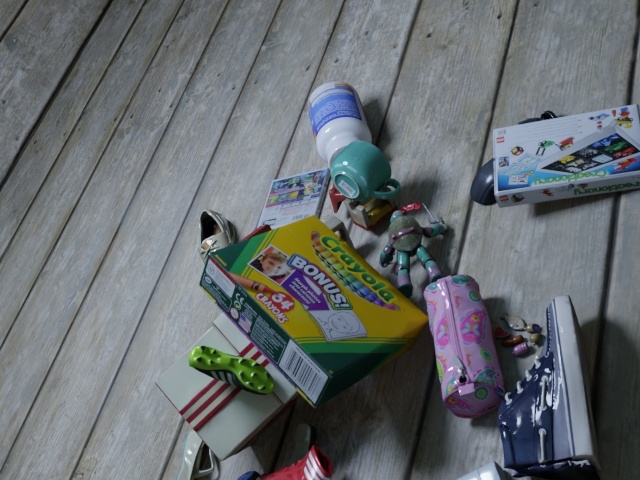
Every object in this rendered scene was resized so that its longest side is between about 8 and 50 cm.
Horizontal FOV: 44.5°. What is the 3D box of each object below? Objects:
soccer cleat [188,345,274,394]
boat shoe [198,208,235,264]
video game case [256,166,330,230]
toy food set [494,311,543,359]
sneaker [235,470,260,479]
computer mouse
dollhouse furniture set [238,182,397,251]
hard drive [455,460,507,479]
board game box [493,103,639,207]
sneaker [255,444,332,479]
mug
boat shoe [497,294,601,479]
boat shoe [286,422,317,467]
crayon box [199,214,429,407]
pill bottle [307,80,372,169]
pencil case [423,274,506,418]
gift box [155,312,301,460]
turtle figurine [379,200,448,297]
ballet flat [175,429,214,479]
[{"bbox_3d":[-0.175,0.257,1.540,0.072,0.179,0.060,125,168,-59],"label":"soccer cleat"},{"bbox_3d":[-0.288,0.033,2.160,0.113,0.103,0.302,-35,41,12],"label":"boat shoe"},{"bbox_3d":[-0.075,-0.108,2.164,0.201,0.023,0.183,-10,51,36],"label":"video game case"},{"bbox_3d":[0.385,0.186,1.524,0.122,0.019,0.078,22,72,48],"label":"toy food set"},{"bbox_3d":[-0.215,0.568,1.664,0.221,0.083,0.087,-44,34,-2],"label":"sneaker"},{"bbox_3d":[0.440,-0.202,1.777,0.262,0.060,0.184,-28,43,19],"label":"computer mouse"},{"bbox_3d":[0.000,0.000,1.945,0.374,0.152,0.201,-36,37,-17],"label":"dollhouse furniture set"},{"bbox_3d":[0.191,0.561,1.348,0.353,0.047,0.233,-33,41,15],"label":"hard drive"},{"bbox_3d":[0.521,-0.178,1.647,0.305,0.053,0.193,-7,52,21],"label":"board game box"},{"bbox_3d":[-0.042,0.474,1.568,0.128,0.087,0.221,-54,24,-21],"label":"sneaker"},{"bbox_3d":[0.098,-0.155,1.841,0.157,0.129,0.097,12,47,41],"label":"mug"},{"bbox_3d":[0.387,0.256,1.375,0.158,0.127,0.341,-12,50,23],"label":"boat shoe"},{"bbox_3d":[-0.036,0.451,1.640,0.049,0.042,0.133,2,72,35],"label":"boat shoe"},{"bbox_3d":[-0.012,0.126,1.605,0.363,0.313,0.106,43,132,24],"label":"crayon box"},{"bbox_3d":[0.055,-0.296,2.112,0.152,0.152,0.272,-29,42,18],"label":"pill bottle"},{"bbox_3d":[0.277,0.201,1.524,0.124,0.124,0.284,-25,43,22],"label":"pencil case"},{"bbox_3d":[-0.163,0.284,1.696,0.258,0.276,0.255,-44,83,5],"label":"gift box"},{"bbox_3d":[0.200,0.011,1.765,0.175,0.118,0.234,-28,48,19],"label":"turtle figurine"},{"bbox_3d":[-0.281,0.530,1.747,0.086,0.086,0.248,-22,38,25],"label":"ballet flat"}]
